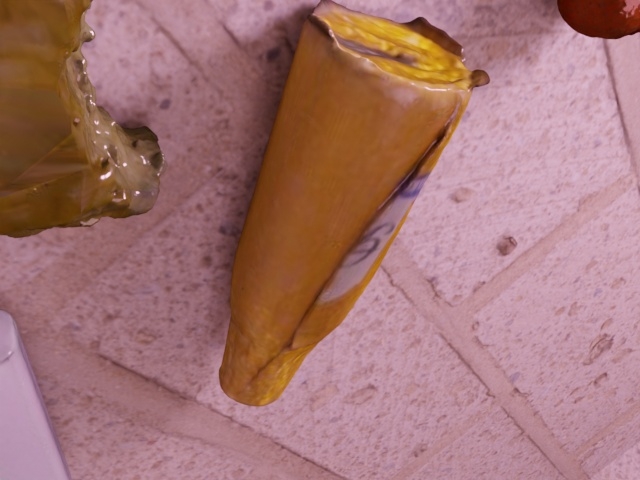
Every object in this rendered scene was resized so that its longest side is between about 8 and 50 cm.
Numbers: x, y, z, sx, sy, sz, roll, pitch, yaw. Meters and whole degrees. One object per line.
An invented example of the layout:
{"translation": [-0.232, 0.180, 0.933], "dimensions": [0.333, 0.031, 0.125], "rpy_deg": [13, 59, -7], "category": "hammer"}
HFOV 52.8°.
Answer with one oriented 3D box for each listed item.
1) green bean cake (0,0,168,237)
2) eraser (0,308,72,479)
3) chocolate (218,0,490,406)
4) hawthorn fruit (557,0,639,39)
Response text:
{"translation": [-0.218, -0.114, 0.433], "dimensions": [0.233, 0.124, 0.236], "rpy_deg": [-15, 132, -21], "category": "green bean cake"}
{"translation": [-0.367, 0.203, 0.634], "dimensions": [0.189, 0.104, 0.290], "rpy_deg": [-18, 135, -23], "category": "eraser"}
{"translation": [0.000, 0.000, 0.652], "dimensions": [0.162, 0.162, 0.445], "rpy_deg": [0, 129, -31], "category": "chocolate"}
{"translation": [0.297, -0.260, 0.633], "dimensions": [0.128, 0.128, 0.128], "rpy_deg": [-17, 134, -19], "category": "hawthorn fruit"}
